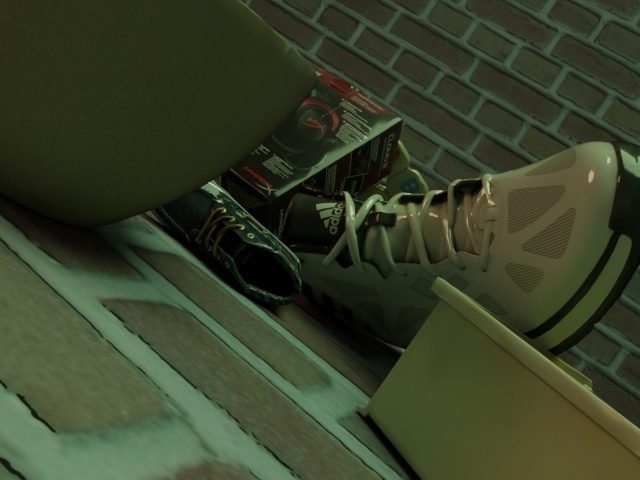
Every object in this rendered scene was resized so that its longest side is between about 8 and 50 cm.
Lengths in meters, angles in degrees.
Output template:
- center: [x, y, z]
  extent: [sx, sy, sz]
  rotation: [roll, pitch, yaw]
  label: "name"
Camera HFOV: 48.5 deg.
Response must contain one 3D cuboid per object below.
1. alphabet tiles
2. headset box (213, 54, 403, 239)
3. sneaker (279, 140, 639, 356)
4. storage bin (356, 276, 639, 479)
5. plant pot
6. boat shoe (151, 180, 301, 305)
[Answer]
- center: [0.071, -0.047, 1.180]
  extent: [0.278, 0.021, 0.284]
  rotation: [-27, -85, 49]
  label: "alphabet tiles"
- center: [-0.042, -0.139, 1.015]
  extent: [0.218, 0.293, 0.110]
  rotation: [37, -37, 24]
  label: "headset box"
- center: [0.095, 0.012, 0.705]
  extent: [0.258, 0.169, 0.447]
  rotation: [19, -25, -10]
  label: "sneaker"
- center: [0.200, 0.181, 0.503]
  extent: [0.260, 0.123, 0.262]
  rotation: [31, 6, -34]
  label: "storage bin"
- center: [-0.169, -0.122, 0.523]
  extent: [0.284, 0.191, 0.284]
  rotation: [34, 4, -3]
  label: "plant pot"
- center: [-0.091, -0.007, 0.682]
  extent: [0.183, 0.065, 0.083]
  rotation: [35, 3, -11]
  label: "boat shoe"
